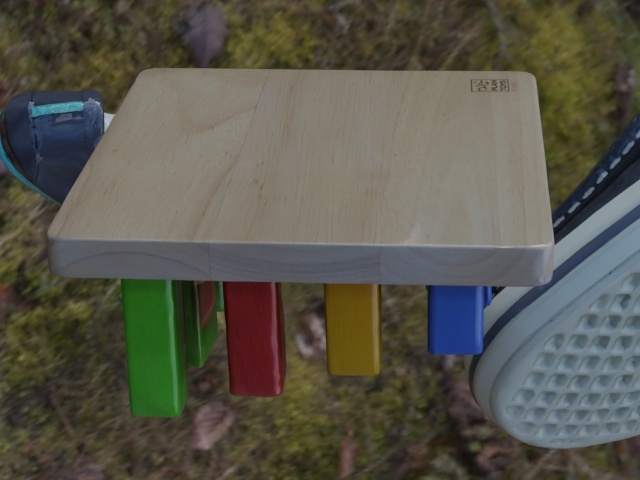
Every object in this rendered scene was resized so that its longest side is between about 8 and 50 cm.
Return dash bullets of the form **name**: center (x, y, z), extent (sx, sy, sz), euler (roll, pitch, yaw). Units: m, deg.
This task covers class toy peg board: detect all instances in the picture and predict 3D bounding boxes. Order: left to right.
- **toy peg board**: center (0.000, 0.000, 0.557), extent (0.161, 0.161, 0.079), euler (1, 117, 5)

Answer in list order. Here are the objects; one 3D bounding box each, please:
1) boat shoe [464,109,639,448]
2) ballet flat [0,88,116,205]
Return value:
- **boat shoe**: center (0.257, -0.085, 0.785), extent (0.500, 0.156, 0.187), euler (-42, 139, -7)
- **ballet flat**: center (-0.102, -0.030, 0.823), extent (0.074, 0.203, 0.074), euler (-6, 70, 16)
